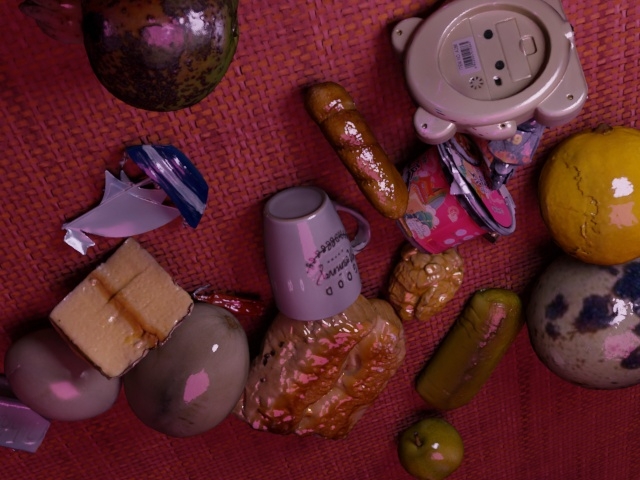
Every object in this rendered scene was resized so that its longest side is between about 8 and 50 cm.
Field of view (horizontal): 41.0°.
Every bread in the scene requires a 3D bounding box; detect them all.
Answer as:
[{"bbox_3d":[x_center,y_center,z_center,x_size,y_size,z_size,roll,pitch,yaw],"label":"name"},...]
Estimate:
[{"bbox_3d":[0.385,0.284,2.146,0.166,0.112,0.383,13,122,-27],"label":"bread"},{"bbox_3d":[0.086,-0.152,1.618,0.084,0.124,0.344,-33,103,11],"label":"bread"},{"bbox_3d":[-0.376,0.135,1.663,0.240,0.178,0.135,-45,134,-21],"label":"bread"}]

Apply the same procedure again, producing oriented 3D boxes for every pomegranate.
[{"bbox_3d":[-0.297,-0.347,1.320,0.341,0.285,0.285,7,128,4],"label":"pomegranate"}]

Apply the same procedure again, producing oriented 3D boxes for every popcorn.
[{"bbox_3d":[0.236,0.092,1.925,0.194,0.140,0.163,-43,134,15],"label":"popcorn"}]

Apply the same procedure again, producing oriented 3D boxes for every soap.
[{"bbox_3d":[-0.691,0.374,1.863,0.231,0.091,0.145,19,119,-29],"label":"soap"}]

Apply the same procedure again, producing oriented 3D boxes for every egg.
[{"bbox_3d":[0.687,0.164,2.000,0.428,0.345,0.345,-18,132,-18],"label":"egg"},{"bbox_3d":[-0.530,0.276,1.774,0.253,0.186,0.186,31,113,-28],"label":"egg"}]

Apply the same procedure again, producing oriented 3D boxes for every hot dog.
[{"bbox_3d":[0.014,0.265,1.957,0.367,0.196,0.365,15,124,-35],"label":"hot dog"}]

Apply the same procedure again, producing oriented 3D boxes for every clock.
[{"bbox_3d":[0.297,-0.317,1.534,0.310,0.283,0.114,-15,171,9],"label":"clock"}]

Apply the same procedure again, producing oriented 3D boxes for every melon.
[{"bbox_3d":[-0.283,0.275,1.816,0.272,0.272,0.307,5,110,-23],"label":"melon"}]

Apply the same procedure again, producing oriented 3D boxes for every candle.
[{"bbox_3d":[-0.198,0.132,1.864,0.162,0.053,0.048,12,123,-21],"label":"candle"}]

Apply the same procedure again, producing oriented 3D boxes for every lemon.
[{"bbox_3d":[0.601,-0.095,1.806,0.297,0.297,0.297,-10,130,-12],"label":"lemon"}]

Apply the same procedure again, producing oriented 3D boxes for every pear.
[{"bbox_3d":[0.284,0.556,2.291,0.180,0.166,0.216,-26,147,21],"label":"pear"}]

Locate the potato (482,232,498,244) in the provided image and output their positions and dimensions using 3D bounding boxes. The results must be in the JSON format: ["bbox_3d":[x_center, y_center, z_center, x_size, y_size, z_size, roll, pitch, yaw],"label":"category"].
[{"bbox_3d":[0.375,-0.055,1.897,0.089,0.101,0.172,-54,165,4],"label":"potato"}]

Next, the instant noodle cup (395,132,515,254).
[{"bbox_3d":[0.250,-0.084,1.731,0.182,0.258,0.302,-31,135,25],"label":"instant noodle cup"}]

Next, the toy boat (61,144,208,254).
[{"bbox_3d":[-0.358,-0.084,1.623,0.292,0.070,0.210,-12,128,-6],"label":"toy boat"}]

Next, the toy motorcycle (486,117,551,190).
[{"bbox_3d":[0.396,-0.243,1.645,0.108,0.173,0.307,23,90,11],"label":"toy motorcycle"}]

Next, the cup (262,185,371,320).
[{"bbox_3d":[0.000,0.000,1.765,0.258,0.186,0.234,-34,129,-30],"label":"cup"}]
